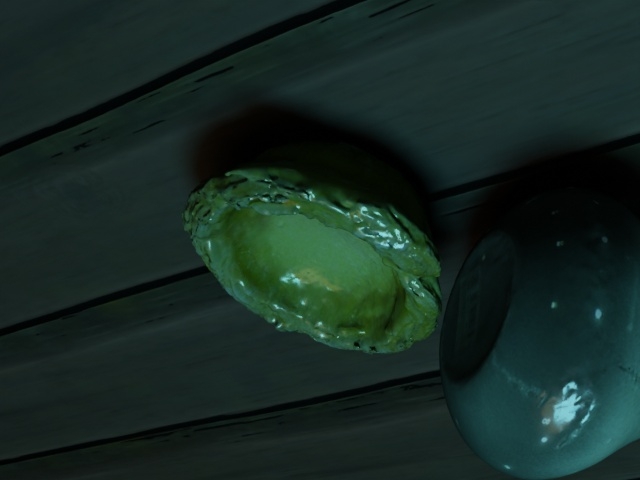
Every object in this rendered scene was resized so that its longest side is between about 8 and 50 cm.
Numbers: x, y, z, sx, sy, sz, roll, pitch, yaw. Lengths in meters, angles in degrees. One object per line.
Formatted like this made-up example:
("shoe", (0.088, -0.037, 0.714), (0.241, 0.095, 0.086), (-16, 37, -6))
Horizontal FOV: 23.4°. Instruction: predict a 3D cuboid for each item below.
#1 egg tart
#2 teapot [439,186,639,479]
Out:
("egg tart", (0.000, 0.000, 1.037), (0.197, 0.078, 0.197), (15, 145, 11))
("teapot", (0.207, 0.079, 0.968), (0.250, 0.184, 0.183), (19, 146, -16))
